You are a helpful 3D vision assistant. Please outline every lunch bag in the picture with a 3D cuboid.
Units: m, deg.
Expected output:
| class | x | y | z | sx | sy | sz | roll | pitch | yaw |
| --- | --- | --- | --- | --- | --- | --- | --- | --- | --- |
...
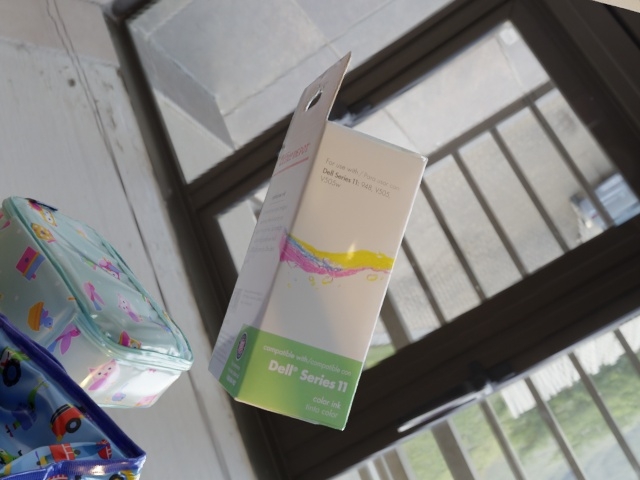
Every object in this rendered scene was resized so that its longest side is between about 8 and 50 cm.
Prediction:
| class | x | y | z | sx | sy | sz | roll | pitch | yaw |
| --- | --- | --- | --- | --- | --- | --- | --- | --- | --- |
| lunch bag | -0.288 | 0.211 | 0.678 | 0.138 | 0.293 | 0.221 | 1 | 110 | -38 |
| lunch bag | -0.288 | 0.072 | 0.954 | 0.108 | 0.279 | 0.224 | -46 | 154 | 7 |

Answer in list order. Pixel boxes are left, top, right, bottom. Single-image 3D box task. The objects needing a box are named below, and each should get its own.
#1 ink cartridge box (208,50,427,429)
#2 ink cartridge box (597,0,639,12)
| class | x | y | z | sx | sy | sz | roll | pitch | yaw |
| --- | --- | --- | --- | --- | --- | --- | --- | --- | --- |
| ink cartridge box | 0.000 | 0.000 | 0.843 | 0.119 | 0.353 | 0.207 | 19 | 174 | -14 |
| ink cartridge box | 0.114 | -0.174 | 0.224 | 0.128 | 0.127 | 0.176 | 19 | 158 | 8 |
